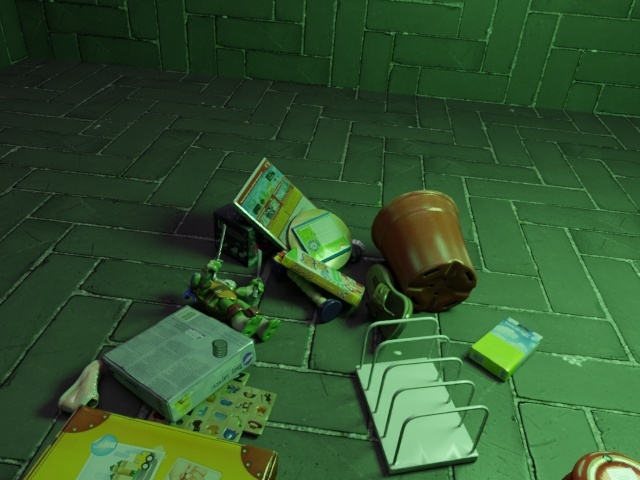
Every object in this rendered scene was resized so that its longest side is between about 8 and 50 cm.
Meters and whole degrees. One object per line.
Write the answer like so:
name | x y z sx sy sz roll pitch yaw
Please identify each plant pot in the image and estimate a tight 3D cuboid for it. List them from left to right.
plant pot | 0.303 0.043 1.507 0.273 0.272 0.265 -2 42 -9
plant pot | 0.507 0.486 0.932 0.191 0.174 0.191 1 34 -1

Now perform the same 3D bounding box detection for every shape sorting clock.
shape sorting clock | 0.000 0.000 1.603 0.207 0.040 0.206 9 61 -17

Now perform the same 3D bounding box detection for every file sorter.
file sorter | 0.210 0.318 1.145 0.193 0.173 0.277 -3 34 -12

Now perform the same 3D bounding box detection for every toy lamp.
toy lamp | -0.051 0.123 1.492 0.080 0.080 0.275 -18 42 -30

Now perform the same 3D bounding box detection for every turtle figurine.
turtle figurine | -0.207 0.116 1.361 0.275 0.197 0.266 -36 58 -21

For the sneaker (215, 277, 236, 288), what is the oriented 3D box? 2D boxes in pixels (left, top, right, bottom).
sneaker | -0.295 0.129 1.487 0.109 0.040 0.043 6 36 3

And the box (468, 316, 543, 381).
box | 0.476 0.274 1.355 0.178 0.042 0.109 -25 45 -37

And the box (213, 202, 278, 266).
box | -0.194 -0.053 1.676 0.163 0.142 0.247 27 40 30

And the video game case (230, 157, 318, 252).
video game case | -0.117 -0.087 1.602 0.025 0.285 0.204 -22 31 47

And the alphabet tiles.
alphabet tiles | -0.227 0.355 1.172 0.238 0.009 0.198 13 31 7

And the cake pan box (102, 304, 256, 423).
cake pan box | -0.326 0.268 1.221 0.267 0.070 0.246 18 34 35

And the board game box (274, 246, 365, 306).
board game box | 0.000 0.093 1.473 0.260 0.039 0.124 27 14 4

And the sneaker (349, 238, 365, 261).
sneaker | 0.054 0.023 1.667 0.167 0.064 0.076 12 39 14

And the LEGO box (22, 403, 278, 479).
LEGO box | -0.308 0.524 0.760 0.373 0.193 0.500 10 35 9

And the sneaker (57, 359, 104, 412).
sneaker | -0.504 0.326 1.163 0.070 0.050 0.134 15 39 13

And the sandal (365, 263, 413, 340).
sandal | 0.158 0.161 1.414 0.086 0.120 0.302 20 19 -21
